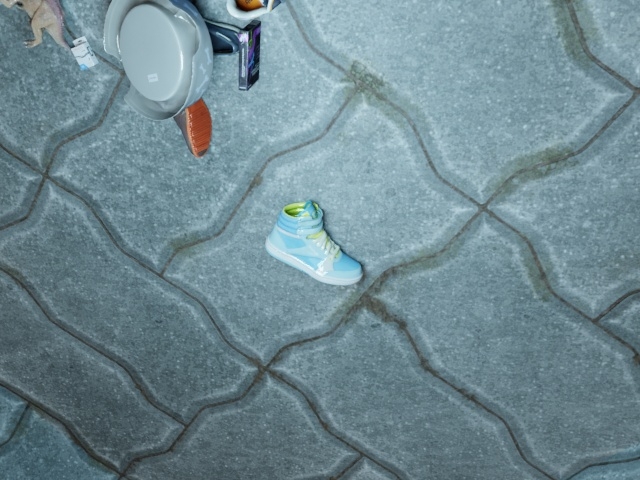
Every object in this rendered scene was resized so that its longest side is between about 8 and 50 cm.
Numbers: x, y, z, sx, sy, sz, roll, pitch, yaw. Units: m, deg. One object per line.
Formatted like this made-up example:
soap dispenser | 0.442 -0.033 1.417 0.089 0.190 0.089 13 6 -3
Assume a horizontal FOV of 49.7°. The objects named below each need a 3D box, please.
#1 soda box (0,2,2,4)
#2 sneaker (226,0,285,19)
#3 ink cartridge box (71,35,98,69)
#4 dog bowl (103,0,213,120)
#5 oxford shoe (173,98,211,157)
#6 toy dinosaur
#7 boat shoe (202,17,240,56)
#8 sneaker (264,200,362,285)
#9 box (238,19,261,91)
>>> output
soda box | -0.993 -0.785 1.916 0.091 0.098 0.286 -2 119 17
sneaker | -0.105 -0.661 1.729 0.321 0.127 0.126 -35 104 28
ink cartridge box | -0.690 -0.545 2.012 0.048 0.028 0.083 -15 114 22
dog bowl | -0.427 -0.502 1.845 0.348 0.102 0.349 17 119 34
oxford shoe | -0.389 -0.374 2.006 0.098 0.097 0.272 6 116 32
toy dinosaur | -0.771 -0.662 1.913 0.200 0.127 0.296 -23 114 22
boat shoe | -0.334 -0.550 1.881 0.254 0.079 0.095 17 130 8
sneaker | 0.000 0.000 2.085 0.318 0.127 0.208 22 124 1
box | -0.189 -0.494 1.853 0.029 0.116 0.162 11 122 7
